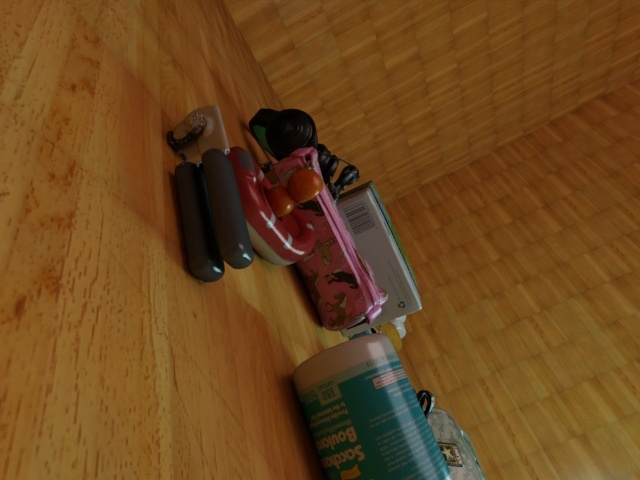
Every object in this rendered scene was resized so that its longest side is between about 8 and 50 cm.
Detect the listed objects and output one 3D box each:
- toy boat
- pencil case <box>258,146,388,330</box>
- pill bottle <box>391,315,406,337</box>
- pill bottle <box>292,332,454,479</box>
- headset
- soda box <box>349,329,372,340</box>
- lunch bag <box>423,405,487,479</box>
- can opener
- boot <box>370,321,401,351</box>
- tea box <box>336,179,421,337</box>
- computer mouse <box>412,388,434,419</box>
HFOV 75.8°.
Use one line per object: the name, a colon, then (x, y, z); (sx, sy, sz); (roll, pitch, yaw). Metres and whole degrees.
toy boat: (-0.064, -0.066, 0.686); (0.231, 0.151, 0.151); (54, 12, -49)
pencil case: (0.000, 0.000, 0.879); (0.386, 0.160, 0.167); (64, 7, -2)
pill bottle: (0.282, 0.291, 1.780); (0.152, 0.152, 0.272); (56, 18, -45)
pill bottle: (0.072, 0.264, 0.517); (0.264, 0.146, 0.146); (66, 8, 23)
headset: (-0.058, -0.209, 1.085); (0.394, 0.185, 0.243); (29, -12, 41)
soda box: (0.141, 0.322, 1.121); (0.183, 0.058, 0.063); (63, 8, 6)
lunch bag: (0.284, 0.544, 0.962); (0.287, 0.168, 0.235); (49, 17, -33)
can opener: (-0.135, -0.071, 0.518); (0.093, 0.074, 0.280); (55, 11, -52)
boot: (0.187, 0.322, 1.344); (0.295, 0.104, 0.211); (55, 15, -20)
tea box: (0.109, 0.032, 1.149); (0.329, 0.219, 0.323); (64, 13, -9)
computer mouse: (0.121, 0.329, 0.794); (0.272, 0.072, 0.189); (50, 56, -34)
